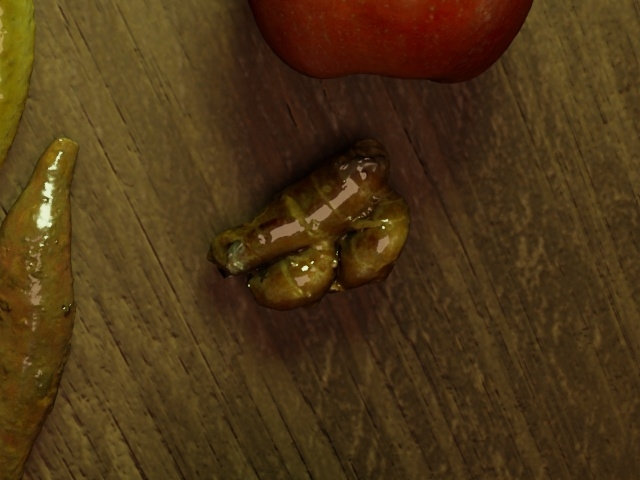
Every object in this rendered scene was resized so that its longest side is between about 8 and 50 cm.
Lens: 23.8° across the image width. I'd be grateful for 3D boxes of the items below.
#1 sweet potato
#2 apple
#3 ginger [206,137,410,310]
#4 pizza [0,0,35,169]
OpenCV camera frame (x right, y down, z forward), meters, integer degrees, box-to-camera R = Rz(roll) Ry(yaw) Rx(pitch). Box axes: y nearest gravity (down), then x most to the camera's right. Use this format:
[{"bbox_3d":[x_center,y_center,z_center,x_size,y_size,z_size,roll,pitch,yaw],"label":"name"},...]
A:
[{"bbox_3d":[-0.220,0.078,1.152,0.066,0.072,0.314,-9,111,-51],"label":"sweet potato"},{"bbox_3d":[0.047,-0.211,1.053,0.218,0.218,0.201,2,98,-13],"label":"apple"},{"bbox_3d":[0.000,0.000,1.179,0.162,0.073,0.103,-32,96,4],"label":"ginger"},{"bbox_3d":[-0.282,-0.170,1.067,0.258,0.087,0.268,41,91,-22],"label":"pizza"}]
